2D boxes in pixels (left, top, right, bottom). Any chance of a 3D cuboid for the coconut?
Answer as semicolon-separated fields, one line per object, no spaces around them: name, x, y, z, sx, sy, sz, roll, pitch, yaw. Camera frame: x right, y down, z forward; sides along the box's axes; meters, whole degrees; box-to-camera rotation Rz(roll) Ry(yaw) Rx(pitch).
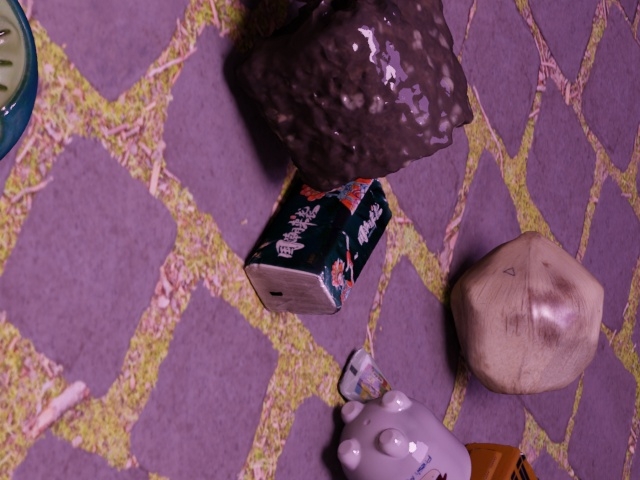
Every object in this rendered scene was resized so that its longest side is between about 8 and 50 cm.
coconut;0.278;0.097;2.161;0.224;0.224;0.224;1;89;-58

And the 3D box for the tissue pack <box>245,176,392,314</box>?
tissue pack;0.000;0.001;1.809;0.170;0.103;0.090;-62;145;-37

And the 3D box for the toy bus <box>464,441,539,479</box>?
toy bus;0.214;0.369;2.150;0.201;0.098;0.114;-58;136;-38

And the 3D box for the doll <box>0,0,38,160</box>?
doll;-0.325;-0.170;1.216;0.199;0.186;0.321;-12;89;-15

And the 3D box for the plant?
plant;0.022;-0.228;1.745;0.215;0.213;0.312;-37;110;-50

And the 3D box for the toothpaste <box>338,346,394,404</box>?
toothpaste;0.094;0.232;2.019;0.255;0.037;0.067;53;55;-39

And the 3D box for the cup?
cup;0.074;0.266;1.923;0.142;0.173;0.134;48;19;-39
